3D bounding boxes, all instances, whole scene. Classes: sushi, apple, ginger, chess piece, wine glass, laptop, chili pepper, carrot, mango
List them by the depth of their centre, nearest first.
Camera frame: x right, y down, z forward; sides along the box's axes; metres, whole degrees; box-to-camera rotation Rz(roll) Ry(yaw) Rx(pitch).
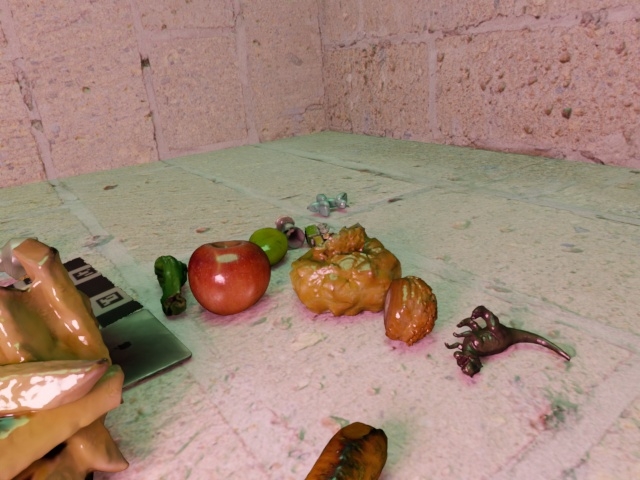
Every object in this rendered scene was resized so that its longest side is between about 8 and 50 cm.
[{"bbox_3d":[-0.400,0.182,0.579,0.358,0.211,0.413,25,22,-37],"label":"ginger"},{"bbox_3d":[0.023,0.304,0.591,0.082,0.082,0.173,11,25,34],"label":"carrot"},{"bbox_3d":[-0.555,0.182,0.940,0.296,0.100,0.373,-29,33,-36],"label":"sushi"},{"bbox_3d":[-0.406,0.224,0.971,0.187,0.015,0.269,-20,26,-35],"label":"laptop"},{"bbox_3d":[-0.216,0.086,1.106,0.201,0.162,0.201,-3,10,0],"label":"apple"},{"bbox_3d":[-0.373,0.100,1.171,0.083,0.099,0.253,-2,19,-20],"label":"chili pepper"},{"bbox_3d":[-0.955,0.060,1.301,0.299,0.195,0.194,-6,19,-30],"label":"chess piece"},{"bbox_3d":[-0.151,0.023,1.357,0.117,0.089,0.163,1,32,-8],"label":"mango"},{"bbox_3d":[-0.100,-0.028,1.493,0.072,0.072,0.155,-10,21,-13],"label":"wine glass"}]

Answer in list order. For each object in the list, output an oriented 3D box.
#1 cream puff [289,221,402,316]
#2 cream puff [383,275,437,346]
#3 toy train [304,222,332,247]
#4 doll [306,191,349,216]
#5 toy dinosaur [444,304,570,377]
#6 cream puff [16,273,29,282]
[{"bbox_3d":[0.055,0.053,1.095,0.281,0.185,0.282,-1,23,0],"label":"cream puff"},{"bbox_3d":[0.181,0.138,0.932,0.103,0.126,0.144,12,30,-2],"label":"cream puff"},{"bbox_3d":[0.000,0.000,1.413,0.081,0.060,0.202,-14,22,-5],"label":"toy train"},{"bbox_3d":[0.027,-0.136,1.754,0.159,0.059,0.158,-3,21,-1],"label":"doll"},{"bbox_3d":[0.324,0.214,0.854,0.187,0.087,0.179,-36,72,-28],"label":"toy dinosaur"},{"bbox_3d":[-0.669,0.140,1.108,0.119,0.133,0.104,39,84,20],"label":"cream puff"}]
